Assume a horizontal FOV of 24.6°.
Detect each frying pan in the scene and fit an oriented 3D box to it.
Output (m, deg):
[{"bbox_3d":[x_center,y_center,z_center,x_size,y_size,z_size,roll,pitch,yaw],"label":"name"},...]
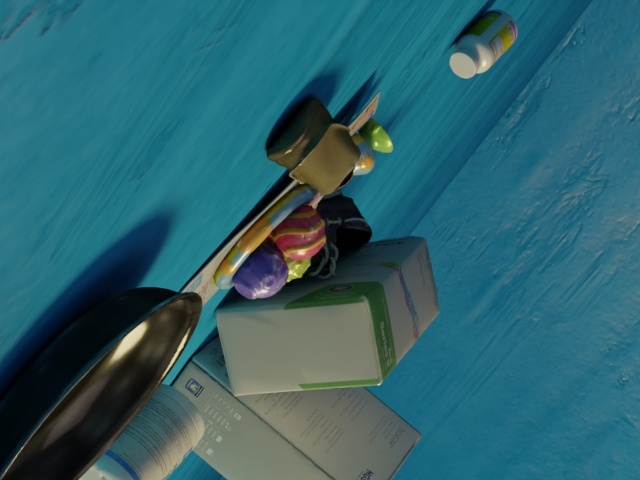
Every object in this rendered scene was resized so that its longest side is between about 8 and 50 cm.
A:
[{"bbox_3d":[-0.157,0.129,0.951,0.197,0.053,0.326,-46,170,-25],"label":"frying pan"}]

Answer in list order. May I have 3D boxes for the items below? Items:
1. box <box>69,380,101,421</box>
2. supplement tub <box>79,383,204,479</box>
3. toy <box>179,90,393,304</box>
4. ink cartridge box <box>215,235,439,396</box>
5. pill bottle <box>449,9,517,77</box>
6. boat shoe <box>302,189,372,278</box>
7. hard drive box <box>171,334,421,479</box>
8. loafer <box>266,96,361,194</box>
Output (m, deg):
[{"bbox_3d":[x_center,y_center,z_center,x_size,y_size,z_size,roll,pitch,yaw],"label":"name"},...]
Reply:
[{"bbox_3d":[-0.171,0.118,1.023,0.067,0.018,0.083,-51,175,3],"label":"box"},{"bbox_3d":[-0.158,0.183,1.281,0.107,0.071,0.071,-45,172,-39],"label":"supplement tub"},{"bbox_3d":[-0.022,-0.007,1.209,0.237,0.056,0.137,-49,173,-18],"label":"toy"},{"bbox_3d":[0.013,0.070,1.436,0.154,0.093,0.212,-7,-166,21],"label":"ink cartridge box"},{"bbox_3d":[0.166,-0.200,1.507,0.083,0.043,0.043,-46,172,-38],"label":"pill bottle"},{"bbox_3d":[0.000,0.000,1.378,0.075,0.065,0.206,-53,174,20],"label":"boat shoe"},{"bbox_3d":[-0.031,0.192,1.530,0.089,0.232,0.181,-54,173,27],"label":"hard drive box"},{"bbox_3d":[0.001,-0.064,1.042,0.056,0.050,0.148,-52,175,7],"label":"loafer"}]
